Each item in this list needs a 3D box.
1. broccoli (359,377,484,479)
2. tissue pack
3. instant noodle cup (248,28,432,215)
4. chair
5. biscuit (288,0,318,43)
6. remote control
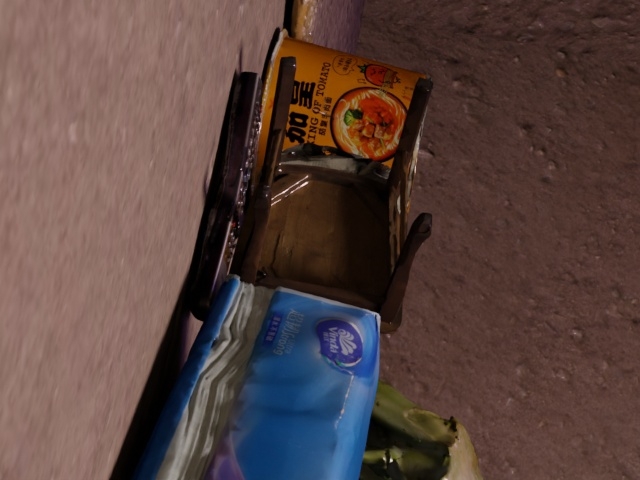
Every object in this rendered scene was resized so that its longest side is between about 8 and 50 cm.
[{"bbox_3d":[0.008,0.230,1.081,0.304,0.283,0.321,-57,133,-49],"label":"broccoli"},{"bbox_3d":[-0.051,0.189,0.797,0.263,0.146,0.198,-69,171,-53],"label":"tissue pack"},{"bbox_3d":[0.023,-0.109,1.207,0.216,0.172,0.216,10,90,-86],"label":"instant noodle cup"},{"bbox_3d":[0.000,0.000,1.022,0.319,0.160,0.186,107,-9,-55],"label":"chair"},{"bbox_3d":[-0.011,-0.312,1.301,0.220,0.033,0.220,10,90,-89],"label":"biscuit"},{"bbox_3d":[-0.076,-0.038,0.913,0.059,0.028,0.212,83,16,-68],"label":"remote control"}]
